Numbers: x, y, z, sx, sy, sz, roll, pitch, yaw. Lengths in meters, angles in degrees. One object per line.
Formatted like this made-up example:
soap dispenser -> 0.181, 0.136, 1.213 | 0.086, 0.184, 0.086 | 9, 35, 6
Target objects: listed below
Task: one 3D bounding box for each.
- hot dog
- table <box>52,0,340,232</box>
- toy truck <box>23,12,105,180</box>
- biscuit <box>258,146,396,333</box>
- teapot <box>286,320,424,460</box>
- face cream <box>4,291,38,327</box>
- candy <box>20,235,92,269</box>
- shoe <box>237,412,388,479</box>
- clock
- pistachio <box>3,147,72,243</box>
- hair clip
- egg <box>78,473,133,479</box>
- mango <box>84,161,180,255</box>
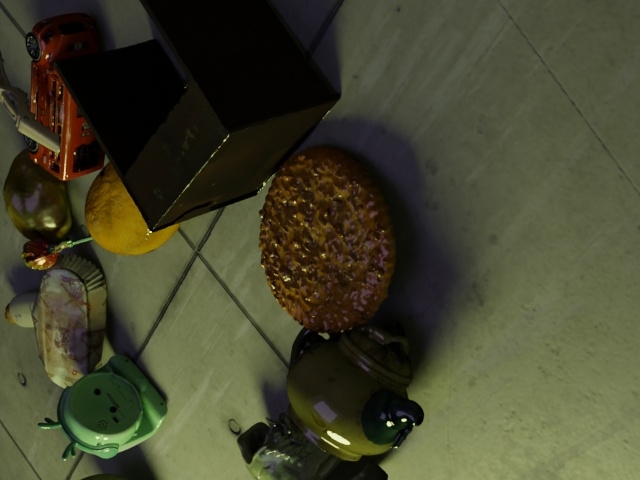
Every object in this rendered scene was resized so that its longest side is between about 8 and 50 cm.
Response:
hot dog -> -0.462, 0.150, 1.849 | 0.144, 0.075, 0.268 | 15, 116, 12
table -> -0.172, -0.209, 1.324 | 0.282, 0.196, 0.250 | 57, 139, 10
toy truck -> -0.394, -0.226, 1.592 | 0.114, 0.107, 0.252 | 39, 133, 29
biscuit -> 0.000, 0.000, 1.322 | 0.254, 0.035, 0.254 | 4, 96, 47
teapot -> 0.047, 0.179, 1.340 | 0.182, 0.173, 0.269 | -56, 39, 9
face cream -> -0.565, 0.136, 1.988 | 0.182, 0.051, 0.072 | -10, 106, 48
candy -> -0.432, 0.006, 1.753 | 0.201, 0.060, 0.060 | -16, 99, 20
shoe -> -0.031, 0.325, 1.504 | 0.293, 0.109, 0.149 | -21, 100, 53
clock -> -0.389, 0.307, 1.781 | 0.159, 0.211, 0.066 | 45, 136, 16
pistachio -> -0.502, -0.072, 1.780 | 0.100, 0.110, 0.189 | -125, 29, -60
hair clip -> -0.479, -0.217, 1.550 | 0.226, 0.072, 0.034 | 54, 142, 15
egg -> -0.393, 0.585, 1.924 | 0.218, 0.218, 0.295 | -9, 116, 47
mango -> -0.274, -0.062, 1.559 | 0.262, 0.109, 0.157 | -17, 88, 43
